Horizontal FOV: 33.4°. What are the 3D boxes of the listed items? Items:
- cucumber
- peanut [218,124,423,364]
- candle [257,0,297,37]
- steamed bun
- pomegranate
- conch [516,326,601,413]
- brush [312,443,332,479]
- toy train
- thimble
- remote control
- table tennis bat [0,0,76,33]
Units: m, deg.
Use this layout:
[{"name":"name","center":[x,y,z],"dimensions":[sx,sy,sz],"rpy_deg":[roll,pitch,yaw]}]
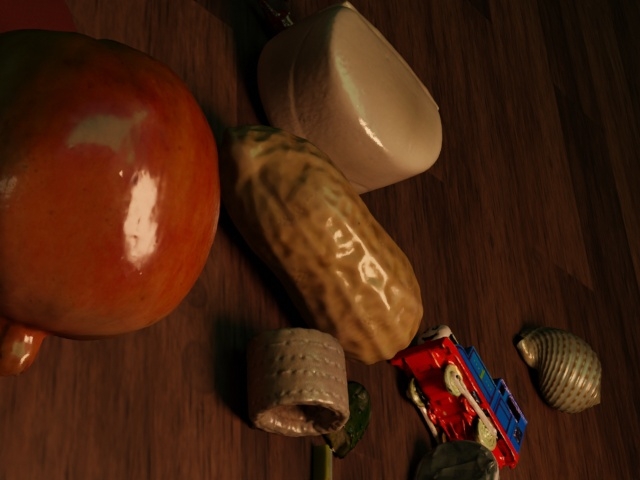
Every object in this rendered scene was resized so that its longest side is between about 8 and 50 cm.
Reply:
[{"name":"cucumber","center":[0.036,0.194,1.216],"dimensions":[0.067,0.035,0.107],"rpy_deg":[59,31,-9]},{"name":"peanut","center":[0.000,0.000,1.194],"dimensions":[0.325,0.140,0.153],"rpy_deg":[54,15,-12]},{"name":"candle","center":[-0.030,-0.263,1.401],"dimensions":[0.162,0.048,0.053],"rpy_deg":[47,54,-28]},{"name":"steamed bun","center":[0.035,-0.159,1.331],"dimensions":[0.242,0.146,0.164],"rpy_deg":[44,44,-32]},{"name":"pomegranate","center":[-0.206,-0.026,0.829],"dimensions":[0.252,0.229,0.270],"rpy_deg":[23,74,-59]},{"name":"conch","center":[0.385,0.195,1.677],"dimensions":[0.153,0.102,0.135],"rpy_deg":[62,17,-6]},{"name":"brush","center":[0.002,0.259,1.136],"dimensions":[0.021,0.019,0.083],"rpy_deg":[50,32,-41]},{"name":"toy train","center":[0.182,0.203,1.381],"dimensions":[0.204,0.083,0.131],"rpy_deg":[59,33,-15]},{"name":"thimble","center":[-0.024,0.145,1.097],"dimensions":[0.115,0.102,0.090],"rpy_deg":[70,13,-61]},{"name":"remote control","center":[0.149,0.334,1.230],"dimensions":[0.247,0.104,0.052],"rpy_deg":[-69,147,-47]},{"name":"table tennis bat","center":[-0.312,-0.175,0.934],"dimensions":[0.200,0.038,0.310],"rpy_deg":[54,33,-19]}]
